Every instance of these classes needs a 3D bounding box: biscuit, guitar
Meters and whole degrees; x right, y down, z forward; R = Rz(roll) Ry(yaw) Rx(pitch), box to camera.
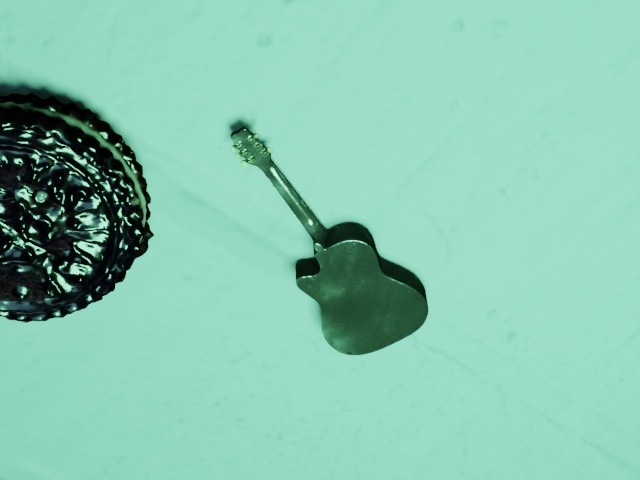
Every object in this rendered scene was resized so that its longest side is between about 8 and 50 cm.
[{"bbox_3d":[-0.220,-0.021,0.956,0.195,0.053,0.194,-2,127,-3],"label":"biscuit"},{"bbox_3d":[0.000,0.000,1.004,0.088,0.025,0.233,-27,123,16],"label":"guitar"}]
